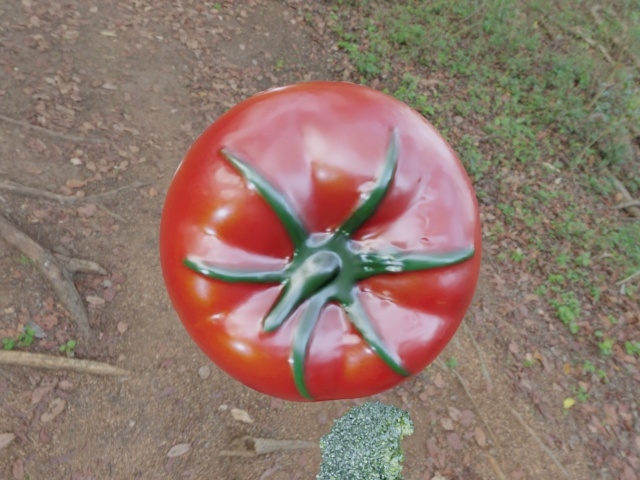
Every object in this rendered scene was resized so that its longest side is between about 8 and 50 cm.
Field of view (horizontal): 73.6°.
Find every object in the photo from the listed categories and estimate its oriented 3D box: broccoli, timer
[{"bbox_3d":[0.145,0.621,1.179,0.275,0.397,0.353,31,83,39],"label":"broccoli"},{"bbox_3d":[0.000,0.000,0.539,0.378,0.377,0.279,22,14,-10],"label":"timer"}]
